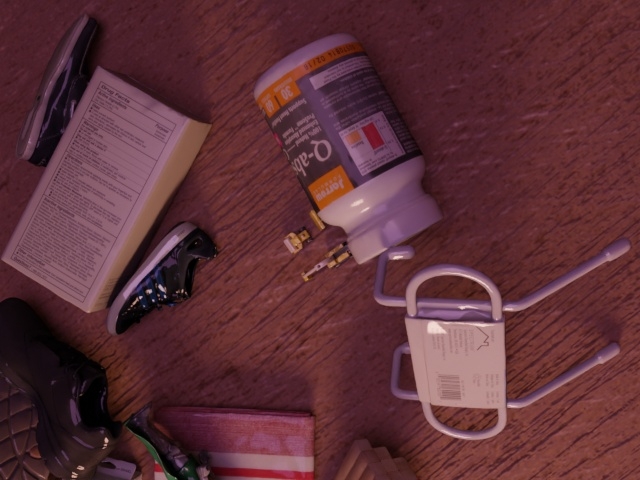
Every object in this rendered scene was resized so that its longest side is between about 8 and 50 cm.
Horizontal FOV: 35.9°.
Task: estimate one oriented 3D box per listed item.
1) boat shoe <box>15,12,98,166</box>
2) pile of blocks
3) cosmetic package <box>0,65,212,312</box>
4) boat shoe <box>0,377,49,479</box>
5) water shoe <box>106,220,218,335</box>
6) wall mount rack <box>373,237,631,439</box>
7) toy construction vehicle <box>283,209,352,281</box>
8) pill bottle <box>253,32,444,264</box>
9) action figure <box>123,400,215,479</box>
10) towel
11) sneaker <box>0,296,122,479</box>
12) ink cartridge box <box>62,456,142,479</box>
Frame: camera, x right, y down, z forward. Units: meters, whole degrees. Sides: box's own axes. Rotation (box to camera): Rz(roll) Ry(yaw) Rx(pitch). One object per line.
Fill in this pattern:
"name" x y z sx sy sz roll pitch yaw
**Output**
"boat shoe" -0.369 -0.216 1.440 0.079 0.084 0.233 20 89 -29
"pile of blocks" 0.078 0.446 1.368 0.112 0.149 0.362 0 105 -32
"cosmetic package" -0.302 -0.071 1.403 0.160 0.113 0.309 31 97 8
"boat shoe" -0.466 0.358 1.430 0.130 0.132 0.355 -28 58 51
"water shoe" -0.228 0.069 1.414 0.080 0.073 0.203 38 99 5
"wall mount rack" 0.230 0.112 1.250 0.304 0.130 0.350 1 137 13
"toy construction vehicle" 0.000 0.000 1.386 0.098 0.035 0.086 -31 86 10
"pill bottle" 0.041 -0.119 1.311 0.162 0.162 0.278 -29 86 11
"action figure" -0.177 0.325 1.366 0.063 0.137 0.232 -41 94 -3
"towel" -0.124 0.405 1.426 0.237 0.037 0.329 1 93 10
"sneaker" -0.367 0.192 1.404 0.130 0.109 0.286 -41 76 28
"ink cartridge box" -0.324 0.389 1.435 0.092 0.090 0.143 10 95 11
